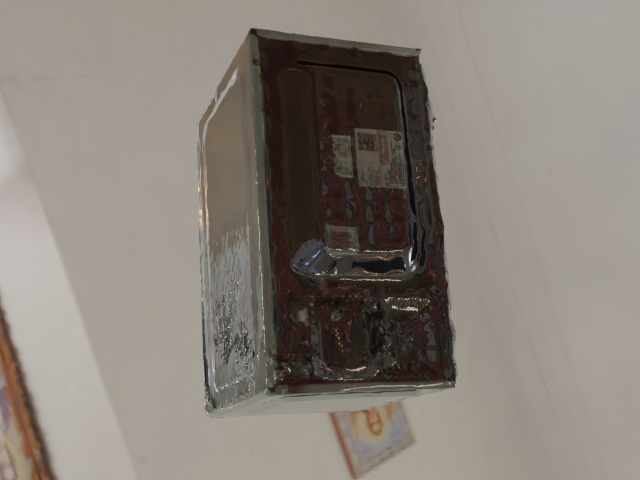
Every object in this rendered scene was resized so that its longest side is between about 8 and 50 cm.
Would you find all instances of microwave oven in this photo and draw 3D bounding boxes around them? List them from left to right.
[{"bbox_3d":[0.000,0.000,0.778,0.181,0.295,0.237,2,164,-21],"label":"microwave oven"}]
